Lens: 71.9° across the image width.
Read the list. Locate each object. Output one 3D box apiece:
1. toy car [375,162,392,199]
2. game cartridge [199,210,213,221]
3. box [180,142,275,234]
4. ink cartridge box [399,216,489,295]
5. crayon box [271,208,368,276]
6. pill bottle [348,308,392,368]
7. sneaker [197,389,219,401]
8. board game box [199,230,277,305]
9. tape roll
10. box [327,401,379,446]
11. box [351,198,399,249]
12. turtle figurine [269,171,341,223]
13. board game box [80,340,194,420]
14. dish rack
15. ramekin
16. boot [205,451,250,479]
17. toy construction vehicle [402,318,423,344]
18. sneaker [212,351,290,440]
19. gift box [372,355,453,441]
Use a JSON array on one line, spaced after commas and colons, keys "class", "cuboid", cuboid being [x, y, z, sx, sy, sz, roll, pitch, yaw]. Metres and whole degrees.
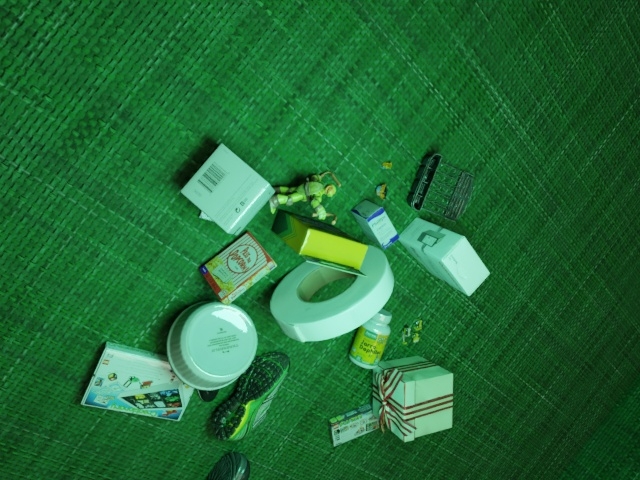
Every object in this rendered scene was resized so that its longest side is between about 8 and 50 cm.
[{"class": "toy car", "cuboid": [0.218, -0.206, 1.527, 0.040, 0.060, 0.122, 11, 84, 18]}, {"class": "game cartridge", "cuboid": [-0.320, -0.085, 1.338, 0.083, 0.017, 0.056, 16, 103, -26]}, {"class": "box", "cuboid": [-0.257, -0.140, 1.248, 0.182, 0.119, 0.181, 40, 90, 3]}, {"class": "ink cartridge box", "cuboid": [0.428, 0.051, 1.551, 0.115, 0.273, 0.198, -46, 118, -4]}, {"class": "crayon box", "cuboid": [0.000, 0.000, 1.326, 0.203, 0.323, 0.083, 16, 99, -27]}, {"class": "pill bottle", "cuboid": [0.190, 0.357, 1.635, 0.117, 0.117, 0.208, 15, 100, -26]}, {"class": "sneaker", "cuboid": [-0.350, 0.452, 1.433, 0.079, 0.121, 0.217, 7, 103, -24]}, {"class": "board game box", "cuboid": [-0.251, 0.082, 1.345, 0.193, 0.147, 0.045, -39, 147, -9]}, {"class": "tape roll", "cuboid": [0.032, 0.149, 1.351, 0.392, 0.392, 0.072, -31, 116, -11]}, {"class": "box", "cuboid": [0.136, 0.738, 1.776, 0.207, 0.036, 0.114, -13, 111, -19]}, {"class": "box", "cuboid": [0.185, -0.057, 1.498, 0.072, 0.126, 0.137, -38, 117, -7]}, {"class": "turtle figurine", "cuboid": [-0.044, -0.135, 1.329, 0.217, 0.269, 0.087, -9, 133, 4]}, {"class": "board game box", "cuboid": [-0.553, 0.447, 1.383, 0.305, 0.053, 0.193, 24, 95, -27]}, {"class": "dish rack", "cuboid": [0.452, -0.181, 1.602, 0.271, 0.074, 0.208, 17, 100, -27]}, {"class": "ramekin", "cuboid": [-0.315, 0.306, 1.329, 0.273, 0.127, 0.273, 12, 66, -28]}, {"class": "boot", "cuboid": [-0.233, 0.995, 1.636, 0.445, 0.146, 0.367, 35, 100, -24]}, {"class": "toy construction vehicle", "cuboid": [0.365, 0.363, 1.762, 0.086, 0.035, 0.098, -11, 113, -31]}, {"class": "sneaker", "cuboid": [-0.223, 0.536, 1.529, 0.343, 0.134, 0.146, -51, 143, -5]}, {"class": "gift box", "cuboid": [0.343, 0.587, 1.674, 0.258, 0.276, 0.255, -3, 91, -23]}]
